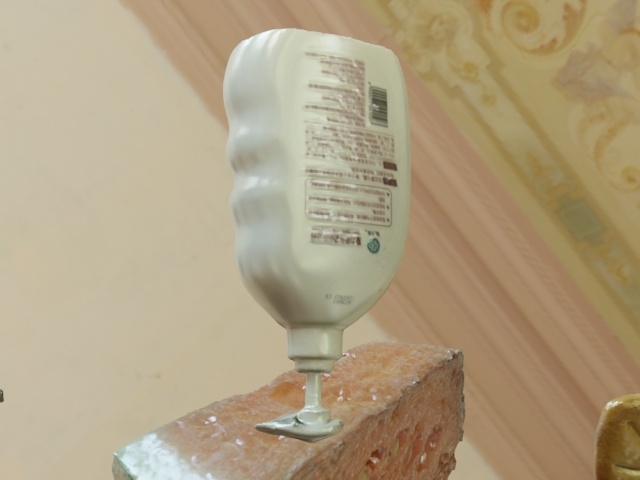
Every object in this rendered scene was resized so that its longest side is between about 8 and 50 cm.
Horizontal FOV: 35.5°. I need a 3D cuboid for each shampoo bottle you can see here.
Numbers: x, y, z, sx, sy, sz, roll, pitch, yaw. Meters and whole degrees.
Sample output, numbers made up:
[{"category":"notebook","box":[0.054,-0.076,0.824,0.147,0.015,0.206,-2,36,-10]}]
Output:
[{"category":"shampoo bottle","box":[0.000,0.000,0.382,0.045,0.077,0.151,-19,-110,59]}]

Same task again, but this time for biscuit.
[{"category":"biscuit","box":[0.484,0.322,1.425,0.260,0.203,0.041,51,5,-17]}]

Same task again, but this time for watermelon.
[{"category":"watermelon","box":[0.003,0.167,0.706,0.140,0.257,0.192,29,-38,37]}]

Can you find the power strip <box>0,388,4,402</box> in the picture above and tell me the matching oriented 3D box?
[{"category":"power strip","box":[-0.312,0.095,0.713,0.175,0.042,0.075,11,-68,-4]}]
